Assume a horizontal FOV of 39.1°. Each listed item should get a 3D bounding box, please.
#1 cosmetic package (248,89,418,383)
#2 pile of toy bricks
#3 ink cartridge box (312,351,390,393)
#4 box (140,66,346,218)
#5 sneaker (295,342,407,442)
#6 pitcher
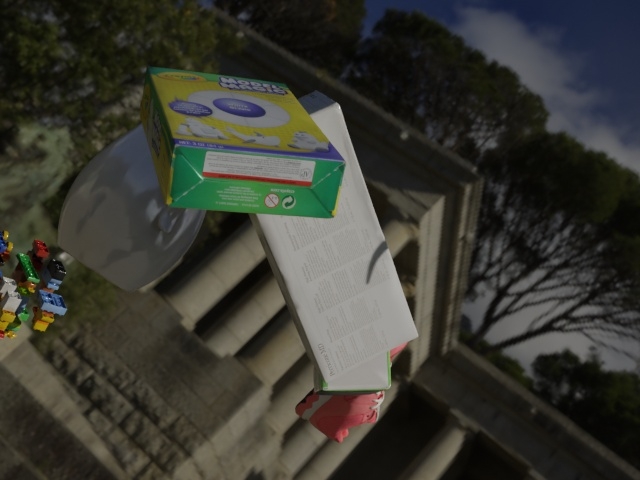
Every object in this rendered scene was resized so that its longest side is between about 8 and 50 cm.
[{"bbox_3d":[0.000,0.000,0.785,0.060,0.099,0.239,44,-22,61],"label":"cosmetic package"},{"bbox_3d":[-0.401,0.075,1.166,0.118,0.105,0.212,23,16,-38],"label":"pile of toy bricks"},{"bbox_3d":[0.046,0.162,1.539,0.273,0.115,0.198,105,-17,-78],"label":"ink cartridge box"},{"bbox_3d":[-0.058,-0.071,0.588,0.179,0.105,0.043,-124,-138,-60],"label":"box"},{"bbox_3d":[0.090,0.292,1.818,0.136,0.116,0.314,47,-60,5],"label":"sneaker"},{"bbox_3d":[-0.147,-0.051,0.854,0.125,0.207,0.178,39,-8,-33],"label":"pitcher"}]
